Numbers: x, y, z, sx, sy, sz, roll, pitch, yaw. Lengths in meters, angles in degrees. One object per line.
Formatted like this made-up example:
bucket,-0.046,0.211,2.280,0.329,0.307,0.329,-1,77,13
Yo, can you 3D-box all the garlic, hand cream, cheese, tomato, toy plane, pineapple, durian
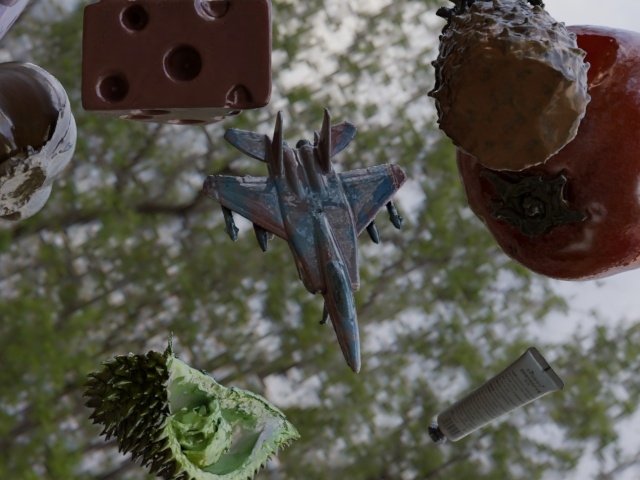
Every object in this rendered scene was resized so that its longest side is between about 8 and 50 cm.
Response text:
garlic,-0.421,-0.103,1.826,0.207,0.257,0.207,175,-90,-82
hand cream,0.219,0.204,1.943,0.194,0.042,0.067,-36,-90,29
cheese,-0.143,-0.196,1.655,0.177,0.203,0.128,17,71,-85
tomato,0.339,-0.118,1.971,0.325,0.290,0.293,3,-57,45
toy plane,-0.001,0.004,1.577,0.104,0.223,0.326,110,-28,-57
pineapple,0.180,-0.189,1.527,0.278,0.158,0.157,-91,170,-58
durian,-0.184,0.234,2.008,0.157,0.169,0.355,31,-8,38

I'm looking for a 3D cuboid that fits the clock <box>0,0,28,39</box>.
clock,-0.503,-0.288,2.085,0.113,0.295,0.322,40,-9,-17
